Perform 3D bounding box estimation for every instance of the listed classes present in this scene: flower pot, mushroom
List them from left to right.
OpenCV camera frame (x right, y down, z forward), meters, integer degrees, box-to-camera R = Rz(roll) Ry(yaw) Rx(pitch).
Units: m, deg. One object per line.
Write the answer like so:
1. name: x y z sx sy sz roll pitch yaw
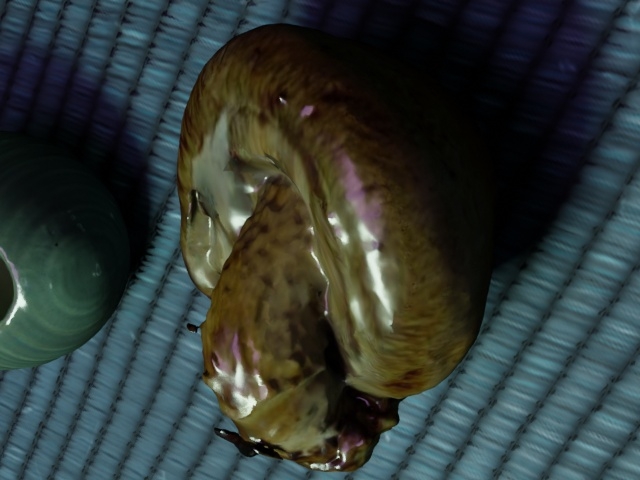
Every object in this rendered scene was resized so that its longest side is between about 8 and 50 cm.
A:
1. flower pot: -0.257 0.006 1.502 0.243 0.157 0.189 11 117 40
2. mushroom: 0.008 0.006 1.215 0.263 0.195 0.283 20 105 46
